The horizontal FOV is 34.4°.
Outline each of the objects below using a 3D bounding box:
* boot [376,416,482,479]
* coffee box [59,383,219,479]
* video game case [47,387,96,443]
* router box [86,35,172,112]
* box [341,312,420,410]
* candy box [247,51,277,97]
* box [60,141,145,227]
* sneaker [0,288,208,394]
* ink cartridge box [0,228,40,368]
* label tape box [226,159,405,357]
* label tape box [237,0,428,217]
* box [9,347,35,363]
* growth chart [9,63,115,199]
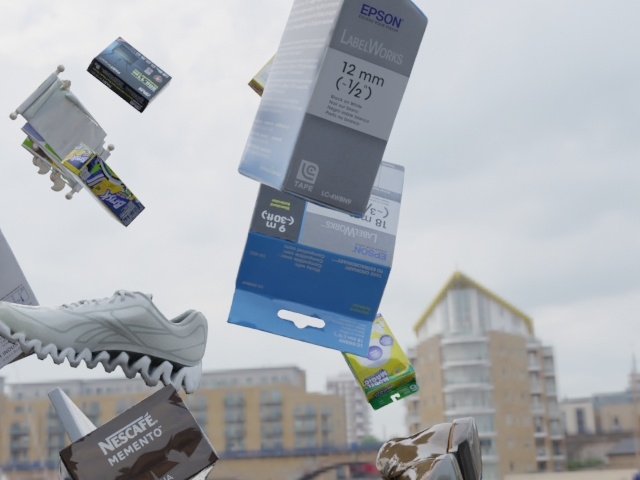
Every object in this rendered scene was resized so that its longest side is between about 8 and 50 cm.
[{"bbox_3d":[0.117,0.294,1.211,0.115,0.112,0.305,-8,6,15],"label":"boot"},{"bbox_3d":[-0.253,0.320,1.396,0.168,0.119,0.297,-29,-14,-24],"label":"coffee box"},{"bbox_3d":[-0.382,0.384,1.796,0.025,0.204,0.285,-29,-24,-11],"label":"video game case"},{"bbox_3d":[-0.333,-0.290,1.809,0.122,0.092,0.038,37,-49,-6],"label":"router box"},{"bbox_3d":[0.108,0.232,1.972,0.105,0.179,0.043,-23,-37,-9],"label":"box"},{"bbox_3d":[-0.091,-0.353,2.315,0.027,0.105,0.206,-41,10,28],"label":"candy box"},{"bbox_3d":[-0.384,-0.097,1.837,0.059,0.054,0.169,32,-16,38],"label":"box"},{"bbox_3d":[-0.285,0.113,1.358,0.292,0.118,0.110,17,1,-23],"label":"sneaker"},{"bbox_3d":[-0.590,0.035,1.461,0.151,0.396,0.270,14,43,39],"label":"ink cartridge box"},{"bbox_3d":[0.000,0.000,1.701,0.240,0.334,0.106,14,-37,-5],"label":"label tape box"},{"bbox_3d":[0.024,-0.218,1.241,0.115,0.348,0.249,19,3,-18],"label":"label tape box"},{"bbox_3d":[-0.577,0.167,1.766,0.190,0.045,0.184,-22,-25,-25],"label":"box"},{"bbox_3d":[-0.516,-0.208,2.071,0.021,0.172,0.237,24,-28,46],"label":"growth chart"}]
